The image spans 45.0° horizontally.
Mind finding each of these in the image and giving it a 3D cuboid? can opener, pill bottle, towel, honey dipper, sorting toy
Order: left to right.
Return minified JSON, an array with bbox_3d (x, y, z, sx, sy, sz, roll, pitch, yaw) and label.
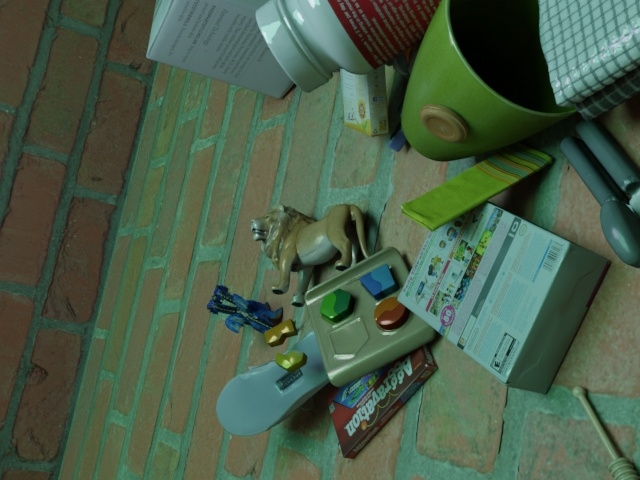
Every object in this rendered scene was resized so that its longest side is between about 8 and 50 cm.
[{"bbox_3d":[0.040,0.155,1.434,0.307,0.041,0.229,-29,45,8],"label":"sorting toy"},{"bbox_3d":[0.103,-0.433,1.324,0.408,0.229,0.229,-29,46,16],"label":"pill bottle"},{"bbox_3d":[0.249,-0.091,1.239,0.237,0.021,0.102,-29,28,-13],"label":"towel"},{"bbox_3d":[0.370,0.255,1.013,0.030,0.031,0.160,-54,33,30],"label":"honey dipper"},{"bbox_3d":[0.406,-0.075,1.066,0.074,0.093,0.280,-54,30,32],"label":"can opener"},{"bbox_3d":[0.416,-0.338,1.053,0.235,0.121,0.283,-35,49,50],"label":"towel"}]

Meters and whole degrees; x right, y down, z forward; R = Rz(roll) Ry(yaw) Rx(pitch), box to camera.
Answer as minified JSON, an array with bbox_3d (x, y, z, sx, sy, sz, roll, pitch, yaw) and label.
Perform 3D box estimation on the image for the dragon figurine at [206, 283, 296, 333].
[{"bbox_3d":[-0.175,0.179,1.849,0.289,0.144,0.085,25,97,60],"label":"dragon figurine"}]

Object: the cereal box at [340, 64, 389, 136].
[{"bbox_3d":[0.085,-0.343,1.572,0.173,0.047,0.240,-134,37,-67],"label":"cereal box"}]

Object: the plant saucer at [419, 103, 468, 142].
[{"bbox_3d":[0.188,-0.178,1.189,0.013,0.083,0.083,-56,26,-16],"label":"plant saucer"}]

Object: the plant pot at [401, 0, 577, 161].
[{"bbox_3d":[0.256,-0.255,1.266,0.293,0.275,0.274,135,141,-61],"label":"plant pot"}]

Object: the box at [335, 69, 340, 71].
[{"bbox_3d":[0.085,-0.510,1.861,0.191,0.045,0.184,6,79,61],"label":"box"}]

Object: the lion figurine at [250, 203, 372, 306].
[{"bbox_3d":[0.000,0.000,1.689,0.392,0.142,0.240,-15,54,41],"label":"lion figurine"}]

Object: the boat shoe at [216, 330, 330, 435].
[{"bbox_3d":[-0.054,0.284,1.605,0.367,0.156,0.135,-41,70,27],"label":"boat shoe"}]

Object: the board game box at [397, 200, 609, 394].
[{"bbox_3d":[0.271,0.065,1.209,0.303,0.098,0.224,39,109,57],"label":"board game box"}]

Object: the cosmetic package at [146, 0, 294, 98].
[{"bbox_3d":[-0.209,-0.634,2.027,0.327,0.394,0.329,141,136,-57],"label":"cosmetic package"}]

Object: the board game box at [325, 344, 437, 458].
[{"bbox_3d":[0.107,0.270,1.451,0.281,0.027,0.145,-54,36,29],"label":"board game box"}]

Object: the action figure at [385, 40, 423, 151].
[{"bbox_3d":[0.166,-0.364,1.529,0.341,0.179,0.330,-60,23,20],"label":"action figure"}]
